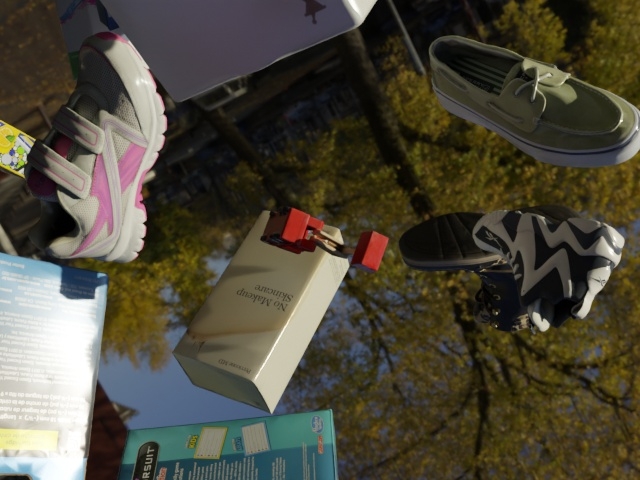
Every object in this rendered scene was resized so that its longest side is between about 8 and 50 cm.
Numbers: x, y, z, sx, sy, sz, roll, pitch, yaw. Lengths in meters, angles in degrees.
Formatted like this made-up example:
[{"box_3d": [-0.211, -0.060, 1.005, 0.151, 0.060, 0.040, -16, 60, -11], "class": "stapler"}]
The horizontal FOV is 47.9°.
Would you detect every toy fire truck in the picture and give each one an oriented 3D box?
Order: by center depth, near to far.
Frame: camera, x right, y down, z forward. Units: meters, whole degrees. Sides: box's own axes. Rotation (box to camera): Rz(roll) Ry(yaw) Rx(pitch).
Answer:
[{"box_3d": [0.000, 0.000, 0.982, 0.192, 0.135, 0.047, 171, -61, -74], "class": "toy fire truck"}]

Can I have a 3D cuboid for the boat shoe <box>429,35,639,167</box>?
[{"box_3d": [0.256, -0.179, 0.912, 0.302, 0.094, 0.109, 28, -100, 37], "class": "boat shoe"}]

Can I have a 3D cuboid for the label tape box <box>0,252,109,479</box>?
[{"box_3d": [-0.434, 0.191, 0.974, 0.105, 0.334, 0.240, -13, 157, 43], "class": "label tape box"}]

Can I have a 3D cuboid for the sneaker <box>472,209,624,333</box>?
[{"box_3d": [0.284, 0.048, 0.985, 0.235, 0.094, 0.153, 11, -106, 49], "class": "sneaker"}]

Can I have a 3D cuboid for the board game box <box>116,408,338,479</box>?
[{"box_3d": [-0.138, 0.389, 1.081, 0.335, 0.079, 0.254, -6, -146, 2], "class": "board game box"}]

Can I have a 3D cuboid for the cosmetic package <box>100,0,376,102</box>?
[{"box_3d": [-0.092, -0.460, 0.976, 0.329, 0.327, 0.394, -13, -145, 34], "class": "cosmetic package"}]

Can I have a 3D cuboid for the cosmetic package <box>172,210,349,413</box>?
[{"box_3d": [-0.089, 0.110, 1.201, 0.160, 0.113, 0.310, 13, -126, 24], "class": "cosmetic package"}]

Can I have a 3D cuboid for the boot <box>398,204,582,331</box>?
[{"box_3d": [0.357, 0.072, 1.540, 0.377, 0.284, 0.138, -10, -135, -4], "class": "boot"}]

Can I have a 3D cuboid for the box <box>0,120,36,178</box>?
[{"box_3d": [-0.467, -0.145, 0.972, 0.054, 0.059, 0.169, 14, 169, 29], "class": "box"}]

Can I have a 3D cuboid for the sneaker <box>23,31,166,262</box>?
[{"box_3d": [-0.233, -0.080, 0.723, 0.103, 0.252, 0.111, 26, -153, 32], "class": "sneaker"}]

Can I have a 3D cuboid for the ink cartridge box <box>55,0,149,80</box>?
[{"box_3d": [-0.372, -0.400, 1.265, 0.093, 0.213, 0.154, 0, -164, 39], "class": "ink cartridge box"}]
